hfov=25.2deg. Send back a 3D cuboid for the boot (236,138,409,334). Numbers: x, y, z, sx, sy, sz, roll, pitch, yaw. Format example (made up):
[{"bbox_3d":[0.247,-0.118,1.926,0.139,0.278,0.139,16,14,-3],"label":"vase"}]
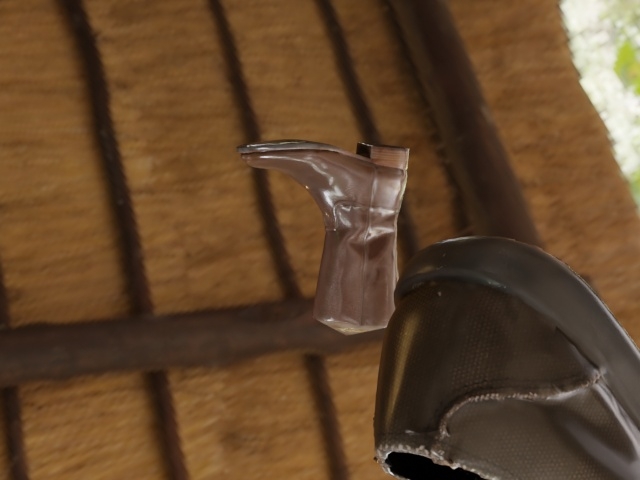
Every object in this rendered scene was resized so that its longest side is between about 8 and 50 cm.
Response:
[{"bbox_3d":[0.000,0.000,0.825,0.037,0.106,0.114,-146,60,-74],"label":"boot"}]

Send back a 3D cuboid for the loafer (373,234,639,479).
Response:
[{"bbox_3d":[0.084,0.099,0.407,0.220,0.080,0.078,47,-124,-15],"label":"loafer"}]
